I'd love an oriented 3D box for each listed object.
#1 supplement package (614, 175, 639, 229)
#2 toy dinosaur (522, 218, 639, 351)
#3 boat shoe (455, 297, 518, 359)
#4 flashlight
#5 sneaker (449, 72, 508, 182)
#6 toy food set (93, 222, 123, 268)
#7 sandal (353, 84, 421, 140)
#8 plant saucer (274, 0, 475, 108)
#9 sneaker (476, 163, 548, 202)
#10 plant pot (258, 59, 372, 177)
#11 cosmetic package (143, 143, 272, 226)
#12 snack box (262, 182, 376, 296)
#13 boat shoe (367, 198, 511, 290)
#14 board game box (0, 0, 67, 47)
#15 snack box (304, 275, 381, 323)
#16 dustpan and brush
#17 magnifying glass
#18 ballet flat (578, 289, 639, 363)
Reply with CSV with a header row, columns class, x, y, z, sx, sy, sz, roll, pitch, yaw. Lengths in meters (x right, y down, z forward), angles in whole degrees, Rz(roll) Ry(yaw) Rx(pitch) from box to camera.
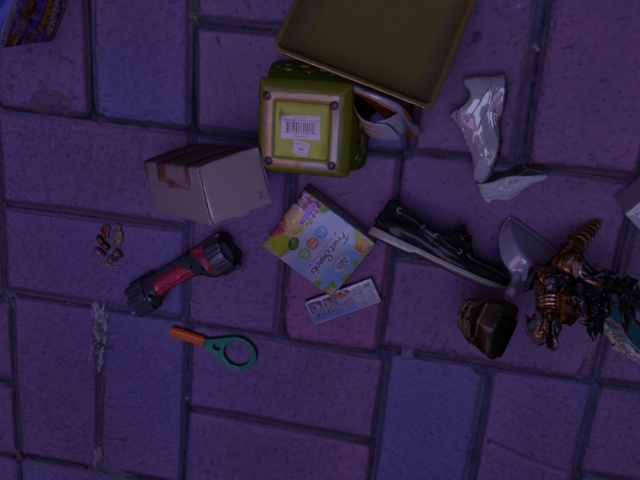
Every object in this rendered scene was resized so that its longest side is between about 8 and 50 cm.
class,x,y,z,sx,sy,sz,roll,pitch,yaw
supplement package,0.751,-0.034,1.597,0.244,0.134,0.139,44,111,-6
toy dinosaur,0.536,0.090,1.601,0.218,0.164,0.322,31,83,-3
boat shoe,0.349,0.183,1.669,0.119,0.324,0.123,26,82,19
flashlight,-0.336,0.090,1.875,0.304,0.103,0.103,-31,103,18
sneaker,0.331,-0.240,1.646,0.115,0.090,0.232,7,101,16
toy food set,-0.532,0.014,1.931,0.077,0.019,0.122,7,110,9
sandal,0.137,-0.237,1.585,0.102,0.265,0.076,31,93,29
plant saucer,0.116,-0.440,1.549,0.332,0.081,0.333,22,73,3
sneaker,0.419,-0.124,1.683,0.152,0.054,0.061,-11,121,18
plant pot,-0.019,-0.253,1.639,0.228,0.207,0.227,7,110,10
cosmetic package,-0.251,-0.127,1.673,0.296,0.153,0.129,13,120,54
snack box,0.000,0.000,1.793,0.207,0.070,0.174,36,111,-4
boat shoe,0.280,0.007,1.717,0.339,0.127,0.113,24,88,5
board game box,-0.597,-0.586,1.627,0.078,0.233,0.347,30,112,1
snack box,0.054,0.144,1.856,0.178,0.022,0.064,-21,104,17
dustpan and brush,0.433,0.055,1.662,0.147,0.211,0.060,36,128,-2
magnifying glass,-0.271,0.265,1.961,0.230,0.026,0.092,18,111,6
ballet flat,0.663,0.201,1.734,0.241,0.091,0.077,43,141,0
